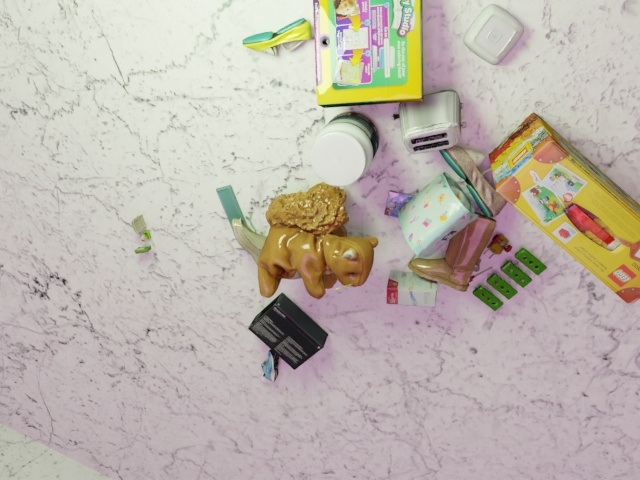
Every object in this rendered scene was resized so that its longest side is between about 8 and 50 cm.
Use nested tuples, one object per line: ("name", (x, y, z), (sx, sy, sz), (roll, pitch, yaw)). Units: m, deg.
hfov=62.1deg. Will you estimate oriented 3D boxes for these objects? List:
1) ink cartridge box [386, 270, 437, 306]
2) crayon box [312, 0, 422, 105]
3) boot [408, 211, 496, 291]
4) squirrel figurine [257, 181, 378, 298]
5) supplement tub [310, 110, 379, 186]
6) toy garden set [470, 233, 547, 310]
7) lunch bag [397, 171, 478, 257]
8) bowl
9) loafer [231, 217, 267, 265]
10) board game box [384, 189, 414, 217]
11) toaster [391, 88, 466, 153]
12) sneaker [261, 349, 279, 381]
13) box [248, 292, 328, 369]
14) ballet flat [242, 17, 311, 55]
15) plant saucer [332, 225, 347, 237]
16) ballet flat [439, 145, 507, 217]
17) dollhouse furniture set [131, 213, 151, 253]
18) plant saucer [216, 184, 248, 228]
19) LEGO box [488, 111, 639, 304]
("ink cartridge box", (0.332, 0.175, 1.923), (0.175, 0.127, 0.072), (3, 116, 13))
("crayon box", (0.143, -0.590, 1.576), (0.313, 0.106, 0.362), (0, 98, 13))
("boot", (0.453, 0.016, 1.848), (0.236, 0.089, 0.269), (20, 110, 16))
("squirrel figurine", (0.000, 0.000, 1.812), (0.370, 0.281, 0.397), (0, 98, 36))
("supplement tub", (0.080, -0.293, 1.684), (0.191, 0.272, 0.191), (6, 116, 11))
("toy garden set", (0.624, 0.104, 1.867), (0.204, 0.049, 0.244), (37, 118, -7))
("lunch bag", (0.376, -0.073, 1.711), (0.160, 0.262, 0.223), (42, 112, -14))
("bowl", (0.508, -0.602, 1.559), (0.142, 0.053, 0.142), (35, 117, -2))
("loafer", (-0.238, 0.010, 2.007), (0.092, 0.102, 0.268), (-31, 119, 8))
("board game box", (0.275, -0.123, 1.858), (0.090, 0.020, 0.090), (12, 116, 7))
("toaster", (0.331, -0.362, 1.643), (0.227, 0.146, 0.129), (-8, 152, 16))
("sneaker", (-0.221, 0.533, 2.266), (0.073, 0.063, 0.162), (11, 117, 12))
("box", (-0.129, 0.366, 2.142), (0.261, 0.103, 0.184), (44, 120, -8))
("ballet flat", (-0.136, -0.635, 1.694), (0.231, 0.077, 0.077), (-12, 128, 17))
("plant saucer", (0.057, -0.023, 1.963), (0.083, 0.013, 0.083), (5, 115, 12))
("ballet flat", (0.502, -0.219, 1.726), (0.106, 0.107, 0.316), (-38, 107, 5))
("dollhouse furniture set", (-0.727, -0.026, 2.119), (0.059, 0.076, 0.151), (-7, 113, 16))
("plant saucer", (-0.335, -0.114, 2.015), (0.067, 0.018, 0.192), (-12, 112, 19))
("LEGO box", (0.751, -0.111, 1.550), (0.500, 0.372, 0.193), (39, 118, -5))
